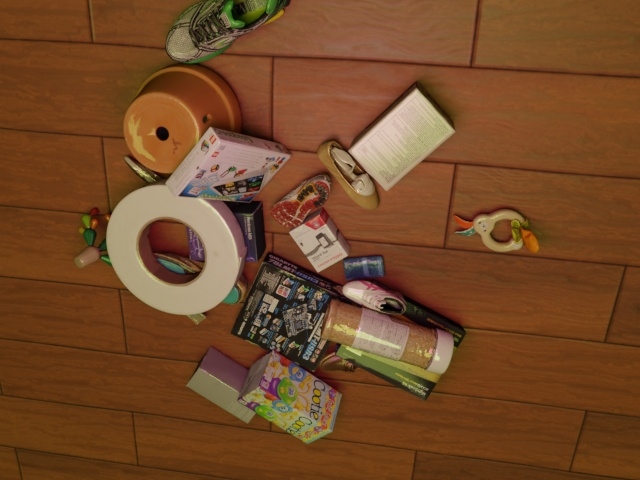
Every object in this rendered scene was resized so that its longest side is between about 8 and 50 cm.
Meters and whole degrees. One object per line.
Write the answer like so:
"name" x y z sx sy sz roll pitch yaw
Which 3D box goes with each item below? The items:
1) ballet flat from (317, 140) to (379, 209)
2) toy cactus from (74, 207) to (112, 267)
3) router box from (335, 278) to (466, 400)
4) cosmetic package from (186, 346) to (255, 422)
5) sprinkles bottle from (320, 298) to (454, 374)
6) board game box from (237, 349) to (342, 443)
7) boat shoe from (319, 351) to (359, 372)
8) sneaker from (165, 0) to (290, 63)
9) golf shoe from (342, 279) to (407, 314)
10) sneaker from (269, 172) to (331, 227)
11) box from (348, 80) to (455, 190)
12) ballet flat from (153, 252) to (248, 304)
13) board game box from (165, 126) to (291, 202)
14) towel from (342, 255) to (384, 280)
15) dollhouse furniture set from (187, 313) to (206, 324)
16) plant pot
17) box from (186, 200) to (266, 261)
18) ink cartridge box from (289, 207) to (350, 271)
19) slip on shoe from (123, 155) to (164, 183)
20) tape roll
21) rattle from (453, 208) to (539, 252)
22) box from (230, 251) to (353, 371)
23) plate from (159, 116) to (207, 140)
"ballet flat" 0.084 -0.174 1.577 0.232 0.080 0.073 44 151 -10
"toy cactus" -0.655 0.022 1.740 0.112 0.180 0.219 -23 104 39
"router box" 0.232 0.293 1.731 0.309 0.081 0.243 27 99 -3
"cosmetic package" -0.297 0.465 1.898 0.238 0.127 0.107 32 115 -4
"sprinkles bottle" 0.183 0.266 1.624 0.355 0.121 0.121 17 115 -2
"board game box" -0.093 0.490 1.832 0.275 0.144 0.142 36 133 -15
"boat shoe" 0.087 0.374 1.806 0.178 0.060 0.064 -12 131 -4
"sneaker" -0.245 -0.544 1.437 0.343 0.146 0.134 -24 108 19
"golf shoe" 0.151 0.157 1.628 0.186 0.086 0.067 15 99 1
"sneaker" -0.049 -0.110 1.635 0.225 0.093 0.088 -28 113 36
"box" 0.207 -0.267 1.497 0.232 0.127 0.148 -40 102 22
"ballet flat" -0.382 0.103 1.760 0.348 0.123 0.123 15 115 6
"board game box" -0.228 -0.185 1.515 0.193 0.305 0.053 -44 70 22
"towel" 0.126 0.079 1.715 0.119 0.029 0.067 -5 112 11
"dollhouse furniture set" -0.373 0.198 1.850 0.076 0.058 0.151 38 133 -16
"plant pot" -0.369 -0.297 1.507 0.291 0.203 0.291 3 112 8
"box" -0.270 -0.029 1.687 0.207 0.108 0.153 0 113 9
"ink cartridge box" 0.000 0.000 1.681 0.109 0.063 0.150 -30 106 20
"slip on shoe" -0.505 -0.199 1.688 0.135 0.051 0.041 42 73 -1
"tape roll" -0.399 0.022 1.630 0.392 0.072 0.392 4 112 10
"rattle" 0.461 -0.011 1.568 0.199 0.143 0.130 12 133 -3
"box" -0.088 0.222 1.786 0.293 0.073 0.295 24 117 -4
"plate" -0.355 -0.296 1.630 0.188 0.024 0.188 3 113 7
